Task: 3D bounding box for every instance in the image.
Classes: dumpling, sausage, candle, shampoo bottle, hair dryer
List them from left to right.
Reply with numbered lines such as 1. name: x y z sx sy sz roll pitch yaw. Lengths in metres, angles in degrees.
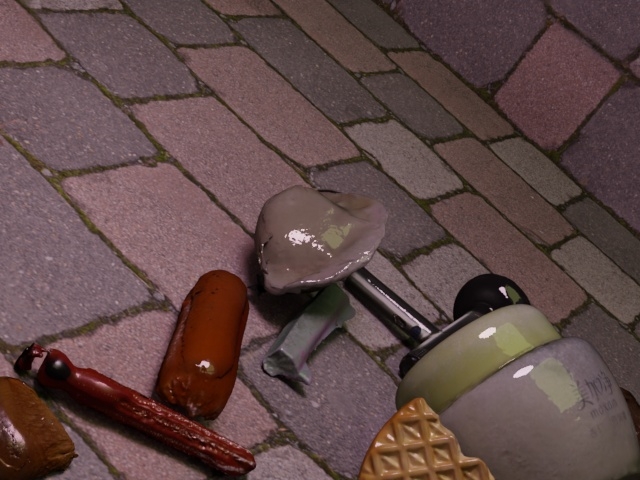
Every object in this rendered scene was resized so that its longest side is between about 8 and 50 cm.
1. candle: -0.220 0.215 1.444 0.329 0.048 0.051 30 18 -18
2. sausage: -0.155 0.133 1.609 0.102 0.102 0.330 32 22 -11
3. dumpling: -0.009 0.013 1.908 0.204 0.163 0.293 13 33 -4
4. hair dryer: 0.197 0.105 2.074 0.320 0.156 0.284 -12 64 -49
5. shampoo bottle: 0.285 0.279 1.685 0.322 0.322 0.317 -3 57 -55

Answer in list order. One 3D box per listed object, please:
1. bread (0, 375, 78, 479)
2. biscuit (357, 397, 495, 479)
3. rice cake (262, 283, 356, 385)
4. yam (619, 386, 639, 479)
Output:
1. bread: -0.339 0.207 1.310 0.129 0.044 0.126 47 25 26
2. biscuit: 0.160 0.376 1.511 0.309 0.204 0.040 49 -7 7
3. rice cake: -0.012 0.145 1.838 0.081 0.051 0.290 41 27 -1
4. yam: 0.571 0.390 2.108 0.131 0.131 0.280 22 29 -31
